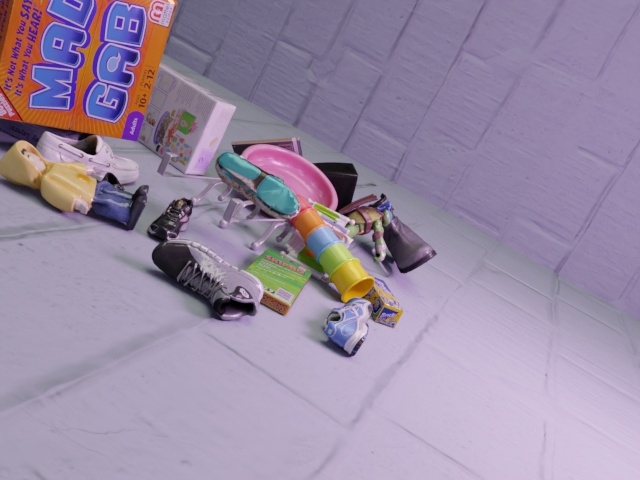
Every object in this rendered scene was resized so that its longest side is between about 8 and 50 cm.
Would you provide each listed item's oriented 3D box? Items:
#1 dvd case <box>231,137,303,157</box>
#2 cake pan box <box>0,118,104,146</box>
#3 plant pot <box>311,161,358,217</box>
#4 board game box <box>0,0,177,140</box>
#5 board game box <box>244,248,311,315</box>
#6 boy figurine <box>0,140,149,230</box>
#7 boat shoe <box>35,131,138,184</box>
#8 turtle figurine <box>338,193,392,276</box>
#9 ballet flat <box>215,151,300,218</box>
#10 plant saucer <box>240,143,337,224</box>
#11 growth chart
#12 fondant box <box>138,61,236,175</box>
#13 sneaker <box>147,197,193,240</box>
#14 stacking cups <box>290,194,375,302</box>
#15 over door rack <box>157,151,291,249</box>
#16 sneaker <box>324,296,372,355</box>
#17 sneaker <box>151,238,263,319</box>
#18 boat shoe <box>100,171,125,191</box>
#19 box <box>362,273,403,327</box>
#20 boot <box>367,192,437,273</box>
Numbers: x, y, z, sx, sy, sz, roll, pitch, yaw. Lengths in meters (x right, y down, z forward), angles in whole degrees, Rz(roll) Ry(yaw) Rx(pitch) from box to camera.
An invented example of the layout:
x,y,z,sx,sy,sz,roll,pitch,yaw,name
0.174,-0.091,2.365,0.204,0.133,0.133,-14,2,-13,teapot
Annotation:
x,y,z,sx,sy,sz,roll,pitch,yaw,name
-0.170,-0.279,2.150,0.222,0.164,0.018,-3,60,4,dvd case
-0.706,-0.305,1.646,0.267,0.070,0.245,26,18,-3,cake pan box
0.018,-0.172,2.216,0.167,0.187,0.188,11,18,-9,plant pot
-0.625,-0.487,1.541,0.356,0.356,0.357,4,23,-47,board game box
-0.099,0.085,1.450,0.124,0.039,0.259,28,18,2,board game box
-0.505,-0.119,1.335,0.285,0.092,0.177,24,27,-19,boy figurine
-0.535,-0.200,1.530,0.098,0.096,0.277,36,18,29,boat shoe
0.086,0.010,1.866,0.266,0.274,0.197,-8,57,-32,turtle figurine
-0.143,-0.121,1.499,0.241,0.091,0.077,39,-26,14,ballet flat
-0.109,-0.162,1.998,0.332,0.084,0.332,23,34,-17,plant saucer
0.000,0.000,1.693,0.172,0.021,0.237,22,51,6,growth chart
-0.446,-0.380,1.983,0.330,0.238,0.096,35,16,26,fondant box
-0.329,-0.054,1.441,0.072,0.077,0.178,24,17,-8,sneaker
0.016,0.008,1.623,0.096,0.096,0.316,8,40,-49,stacking cups
-0.238,-0.085,1.593,0.240,0.108,0.324,34,5,21,over door rack
0.057,0.163,1.372,0.081,0.080,0.211,30,14,-3,sneaker
-0.209,0.078,1.207,0.229,0.086,0.132,24,18,-14,sneaker
-0.464,-0.111,1.465,0.049,0.040,0.142,11,22,-45,boat shoe
0.146,0.147,1.614,0.059,0.054,0.169,21,16,-21,box
0.228,-0.029,1.982,0.222,0.118,0.338,60,-6,-9,boot
